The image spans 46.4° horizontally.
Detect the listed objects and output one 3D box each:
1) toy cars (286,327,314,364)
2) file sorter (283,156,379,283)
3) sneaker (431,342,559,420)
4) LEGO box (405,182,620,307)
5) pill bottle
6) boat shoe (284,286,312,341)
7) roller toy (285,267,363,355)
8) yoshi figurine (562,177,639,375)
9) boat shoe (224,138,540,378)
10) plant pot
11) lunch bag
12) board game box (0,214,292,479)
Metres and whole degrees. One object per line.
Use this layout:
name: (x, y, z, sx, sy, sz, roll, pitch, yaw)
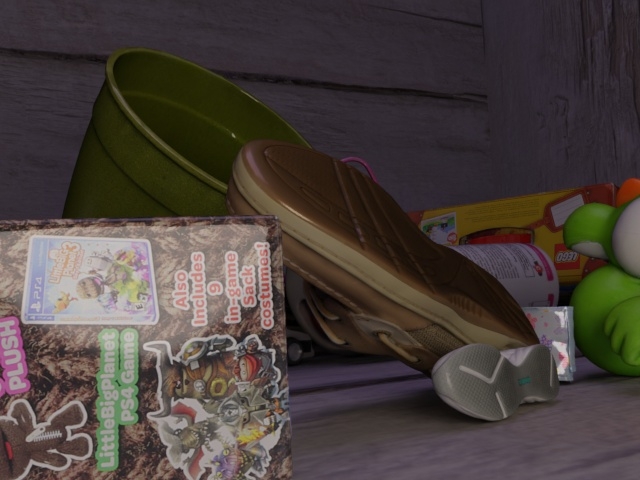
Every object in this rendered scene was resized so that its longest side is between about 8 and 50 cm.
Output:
toy cars: (-0.205, 0.131, 0.984, 0.394, 0.087, 0.176, -3, -3, -2)
file sorter: (0.000, 0.000, 1.352, 0.202, 0.182, 0.290, -21, -11, -19)
sneaker: (0.121, 0.107, 0.557, 0.061, 0.053, 0.152, -18, -18, 38)
LEGO box: (0.486, 0.044, 1.658, 0.372, 0.193, 0.500, 19, -18, -42)
pill bottle: (0.257, 0.087, 1.303, 0.283, 0.160, 0.160, -1, -4, -26)
boat shoe: (0.014, 0.107, 1.149, 0.257, 0.095, 0.095, 4, 20, -16)
roller toy: (0.062, 0.058, 1.040, 0.191, 0.209, 0.146, 7, -23, -35)
yoshi figurine: (0.346, 0.062, 0.623, 0.203, 0.203, 0.362, -43, 24, -14)
boat shoe: (0.045, 0.043, 0.585, 0.110, 0.121, 0.341, -41, -50, 21)
plant pot: (-0.222, -0.030, 1.106, 0.366, 0.366, 0.353, 1, -48, -53)
lunch bag: (0.204, 0.098, 0.709, 0.053, 0.071, 0.083, 5, -10, -38)
board game box: (-0.189, 0.069, 0.446, 0.291, 0.141, 0.232, -2, -4, -20)
